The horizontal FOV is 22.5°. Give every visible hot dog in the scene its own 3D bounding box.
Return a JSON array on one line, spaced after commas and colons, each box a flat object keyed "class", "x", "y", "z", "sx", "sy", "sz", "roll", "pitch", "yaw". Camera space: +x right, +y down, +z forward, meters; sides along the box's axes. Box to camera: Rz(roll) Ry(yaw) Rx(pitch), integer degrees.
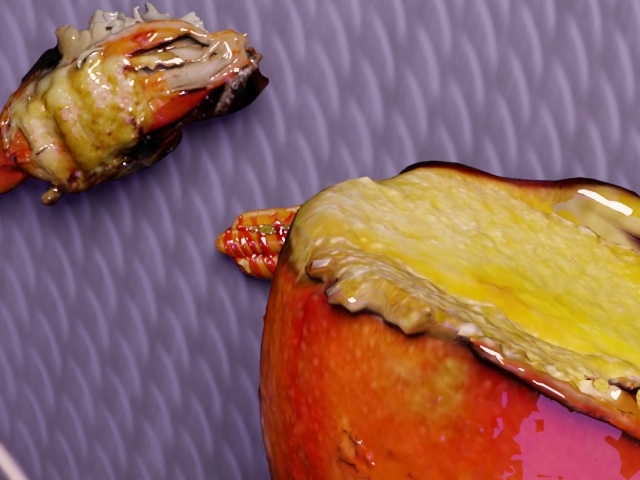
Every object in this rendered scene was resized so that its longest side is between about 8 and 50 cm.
[{"class": "hot dog", "x": -0.001, "y": 0.001, "z": 1.110, "sx": 0.144, "sy": 0.038, "sz": 0.062, "roll": -3, "pitch": 109, "yaw": 11}]

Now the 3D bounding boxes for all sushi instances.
[{"class": "sushi", "x": -0.147, "y": -0.098, "z": 1.074, "sx": 0.226, "sy": 0.103, "sz": 0.097, "roll": -26, "pitch": 130, "yaw": 15}]

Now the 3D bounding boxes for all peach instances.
[{"class": "peach", "x": 0.144, "y": 0.123, "z": 0.969, "sx": 0.353, "sy": 0.339, "sz": 0.416, "roll": -32, "pitch": 98, "yaw": 16}]
